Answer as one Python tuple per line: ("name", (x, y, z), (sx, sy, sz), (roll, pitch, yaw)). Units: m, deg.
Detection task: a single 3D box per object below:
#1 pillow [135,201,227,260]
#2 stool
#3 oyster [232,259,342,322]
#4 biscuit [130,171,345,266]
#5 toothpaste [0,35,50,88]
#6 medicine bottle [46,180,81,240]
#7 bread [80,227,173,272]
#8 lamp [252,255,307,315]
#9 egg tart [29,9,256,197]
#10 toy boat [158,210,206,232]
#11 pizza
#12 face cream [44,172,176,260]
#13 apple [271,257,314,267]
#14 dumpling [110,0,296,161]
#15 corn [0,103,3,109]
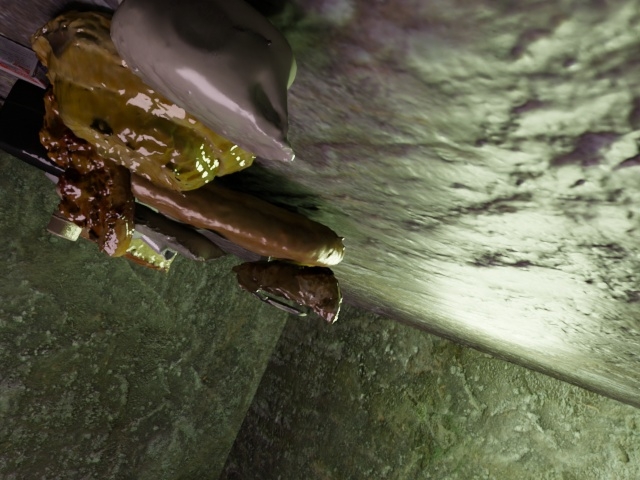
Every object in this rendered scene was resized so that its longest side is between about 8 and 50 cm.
("pillow", (-0.290, -0.019, 0.837), (0.229, 0.051, 0.128), (26, -177, 14))
("stool", (-0.493, -0.194, 0.861), (0.232, 0.141, 0.232), (22, 170, 4))
("oyster", (-0.058, 0.083, 0.923), (0.232, 0.107, 0.161), (24, -167, 7))
("biscuit", (-0.164, -0.042, 0.912), (0.446, 0.104, 0.429), (22, 178, -24))
("toothpaste", (-0.502, -0.291, 0.658), (0.196, 0.040, 0.047), (24, 173, -5))
("medicine bottle", (-0.548, -0.124, 1.037), (0.114, 0.252, 0.114), (23, 171, 4))
("bread", (-0.767, -0.073, 1.784), (0.371, 0.279, 0.390), (33, 167, -38))
("lamp", (-0.114, 0.121, 1.365), (0.203, 0.283, 0.124), (20, -151, 6))
("egg tart", (-0.219, -0.148, 0.550), (0.290, 0.115, 0.290), (23, 169, 5))
("toy boat", (-0.416, -0.099, 1.342), (0.276, 0.111, 0.293), (19, 163, -20))
("pizza", (-0.382, -0.114, 0.716), (0.161, 0.306, 0.085), (-1, -158, 27))
("face cream", (-0.536, -0.092, 1.202), (0.370, 0.145, 0.145), (50, 159, -27))
("apple", (-0.103, 0.095, 1.502), (0.163, 0.147, 0.146), (25, 170, 2))
("dumpling", (-0.088, -0.135, 0.346), (0.176, 0.092, 0.150), (27, 167, -13))
("corn", (-0.894, -0.364, 1.023), (0.102, 0.102, 0.313), (18, 168, 31))
